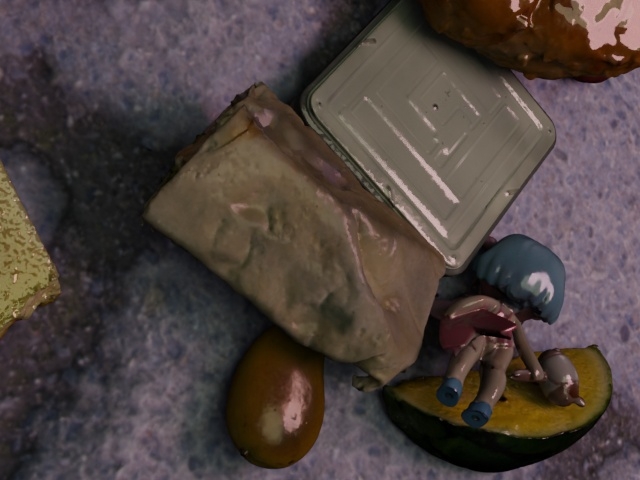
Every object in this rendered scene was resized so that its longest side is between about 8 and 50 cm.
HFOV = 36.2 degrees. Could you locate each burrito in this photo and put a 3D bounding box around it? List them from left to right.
[{"bbox_3d":[0.002,-0.003,0.985,0.332,0.135,0.190,39,36,-17],"label":"burrito"}]

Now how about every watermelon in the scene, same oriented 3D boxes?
[{"bbox_3d":[0.220,0.190,1.110,0.301,0.123,0.129,-8,66,-27],"label":"watermelon"}]

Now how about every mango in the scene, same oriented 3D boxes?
[{"bbox_3d":[-0.040,0.152,1.000,0.103,0.076,0.161,25,68,-19],"label":"mango"}]

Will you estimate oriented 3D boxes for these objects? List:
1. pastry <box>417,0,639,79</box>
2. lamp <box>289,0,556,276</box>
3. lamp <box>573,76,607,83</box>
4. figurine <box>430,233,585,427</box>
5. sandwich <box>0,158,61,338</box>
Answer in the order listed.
[{"bbox_3d":[0.250,-0.312,1.094,0.310,0.162,0.255,26,99,-17],"label":"pastry"},{"bbox_3d":[0.127,-0.134,1.121,0.269,0.047,0.266,47,62,-13],"label":"lamp"},{"bbox_3d":[0.342,-0.244,1.214,0.101,0.090,0.101,-26,129,-37],"label":"lamp"},{"bbox_3d":[0.213,0.100,1.061,0.205,0.103,0.260,30,44,6],"label":"figurine"},{"bbox_3d":[-0.306,0.005,0.906,0.162,0.058,0.193,31,71,-21],"label":"sandwich"}]
